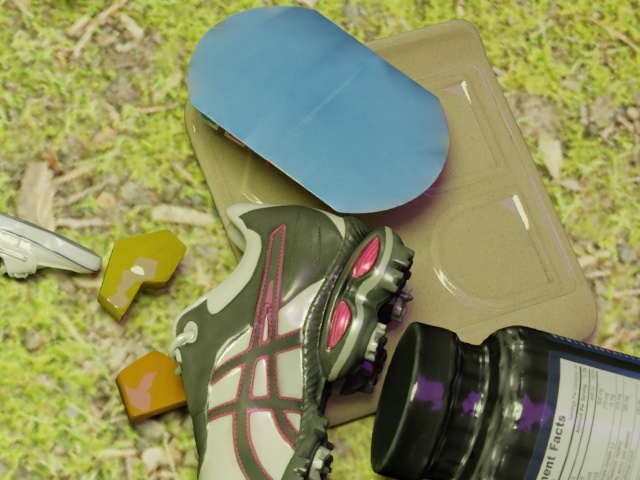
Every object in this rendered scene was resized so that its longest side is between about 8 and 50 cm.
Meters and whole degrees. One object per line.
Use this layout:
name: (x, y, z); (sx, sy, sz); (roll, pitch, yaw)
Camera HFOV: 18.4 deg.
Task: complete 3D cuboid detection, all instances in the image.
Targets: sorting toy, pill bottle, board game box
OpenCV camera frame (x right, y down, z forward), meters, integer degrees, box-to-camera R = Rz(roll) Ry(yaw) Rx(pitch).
sorting toy: (0.000, 0.000, 1.246); (0.307, 0.041, 0.229); (-16, 77, -18)
pill bottle: (0.147, 0.120, 1.175); (0.219, 0.123, 0.122); (16, 65, -7)
board game box: (-0.004, -0.075, 1.225); (0.169, 0.033, 0.133); (36, 47, 8)

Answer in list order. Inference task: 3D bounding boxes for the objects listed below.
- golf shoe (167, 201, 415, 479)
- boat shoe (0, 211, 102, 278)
golf shoe: (-0.041, 0.103, 1.140); (0.120, 0.105, 0.272); (20, 64, 8)
boat shoe: (-0.184, 0.006, 1.206); (0.100, 0.035, 0.035); (21, 92, -7)
